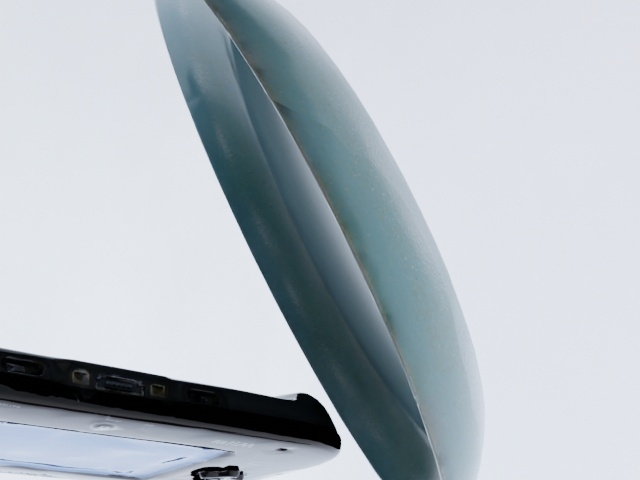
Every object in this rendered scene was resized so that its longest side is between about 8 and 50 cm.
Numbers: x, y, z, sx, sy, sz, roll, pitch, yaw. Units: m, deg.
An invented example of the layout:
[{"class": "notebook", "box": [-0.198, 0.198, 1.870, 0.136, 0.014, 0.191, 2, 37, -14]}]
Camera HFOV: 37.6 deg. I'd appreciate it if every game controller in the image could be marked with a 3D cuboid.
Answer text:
[{"class": "game controller", "box": [-0.145, 0.097, 0.496, 0.167, 0.319, 0.067, -16, -116, 49]}]

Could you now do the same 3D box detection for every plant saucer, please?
[{"class": "plant saucer", "box": [0.000, 0.000, 0.491, 0.044, 0.317, 0.317, -27, -143, -9]}]
